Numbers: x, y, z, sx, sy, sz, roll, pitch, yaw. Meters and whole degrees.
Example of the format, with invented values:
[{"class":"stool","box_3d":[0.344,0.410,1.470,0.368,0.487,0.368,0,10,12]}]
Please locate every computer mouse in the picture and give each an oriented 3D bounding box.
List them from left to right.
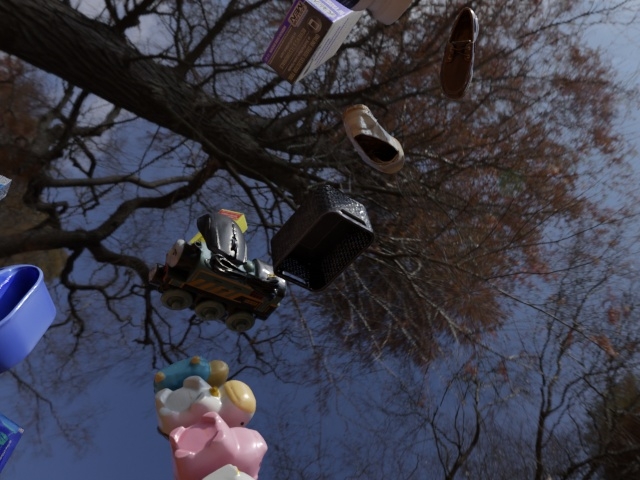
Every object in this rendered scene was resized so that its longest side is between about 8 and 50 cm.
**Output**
[{"class":"computer mouse","box_3d":[-0.162,0.019,1.011,0.060,0.184,0.262,-52,-151,9]}]

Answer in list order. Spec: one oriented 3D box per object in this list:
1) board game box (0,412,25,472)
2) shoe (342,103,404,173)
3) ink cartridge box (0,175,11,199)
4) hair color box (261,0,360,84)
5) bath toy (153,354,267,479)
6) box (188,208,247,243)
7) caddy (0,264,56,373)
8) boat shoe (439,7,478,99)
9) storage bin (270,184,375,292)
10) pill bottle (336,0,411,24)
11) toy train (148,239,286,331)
[{"class":"board game box","box_3d":[-0.683,0.365,0.897,0.047,0.160,0.210,-36,-66,9]},{"class":"shoe","box_3d":[0.106,-0.174,0.917,0.077,0.219,0.058,-28,-121,21]},{"class":"ink cartridge box","box_3d":[-0.463,-0.080,0.633,0.083,0.048,0.028,26,-71,-20]},{"class":"hair color box","box_3d":[-0.005,-0.547,1.249,0.110,0.339,0.185,38,-53,-7]},{"class":"bath toy","box_3d":[-0.147,0.302,0.691,0.151,0.348,0.129,-17,-65,-17]},{"class":"box","box_3d":[-0.307,0.003,1.378,0.087,0.232,0.058,14,-47,23]},{"class":"caddy","box_3d":[-0.856,0.190,1.243,0.241,0.341,0.179,-6,-59,3]},{"class":"boat shoe","box_3d":[0.268,-0.364,0.937,0.064,0.060,0.177,10,-97,19]},{"class":"storage bin","box_3d":[0.000,0.000,0.911,0.180,0.122,0.084,-46,-146,27]},{"class":"pill bottle","box_3d":[0.050,-0.521,0.881,0.265,0.153,0.153,24,-88,-22]},{"class":"toy train","box_3d":[-0.247,0.106,1.205,0.190,0.334,0.142,-48,-148,28]}]
